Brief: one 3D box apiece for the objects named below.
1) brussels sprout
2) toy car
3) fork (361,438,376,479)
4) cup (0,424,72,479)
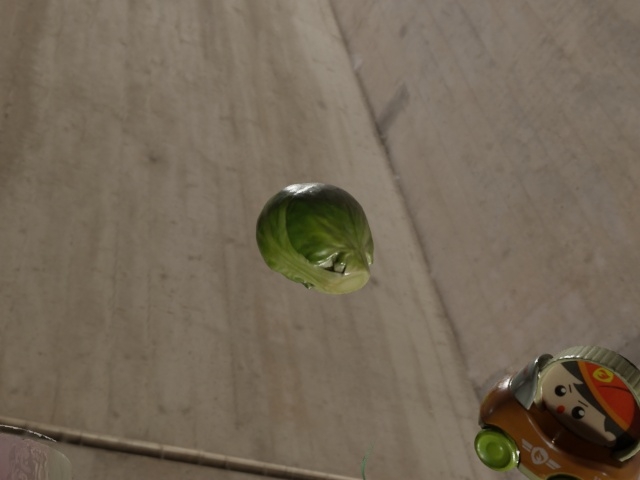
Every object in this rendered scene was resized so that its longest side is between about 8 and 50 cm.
[{"bbox_3d":[0.000,0.000,1.617,0.271,0.219,0.210,54,-52,29],"label":"brussels sprout"},{"bbox_3d":[0.339,0.234,1.029,0.235,0.145,0.235,14,-66,34],"label":"toy car"},{"bbox_3d":[0.085,0.491,1.453,0.021,0.039,0.235,3,-94,24],"label":"fork"},{"bbox_3d":[-0.251,0.273,0.465,0.253,0.253,0.274,-43,-137,41],"label":"cup"}]
